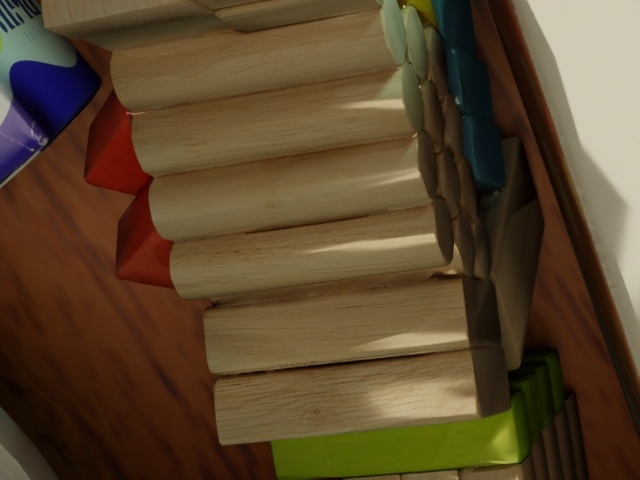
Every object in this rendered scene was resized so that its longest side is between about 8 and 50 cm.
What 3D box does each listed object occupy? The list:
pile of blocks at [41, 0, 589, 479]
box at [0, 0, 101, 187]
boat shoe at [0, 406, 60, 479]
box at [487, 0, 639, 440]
[{"bbox_3d":[0.000,0.000,0.542,0.113,0.149,0.362,-8,119,19],"label":"pile of blocks"},{"bbox_3d":[-0.145,-0.073,0.538,0.072,0.126,0.137,-37,101,9],"label":"box"},{"bbox_3d":[-0.212,0.033,0.580,0.306,0.105,0.113,25,108,2],"label":"boat shoe"},{"bbox_3d":[0.178,0.040,0.507,0.168,0.215,0.345,-19,102,7],"label":"box"}]
